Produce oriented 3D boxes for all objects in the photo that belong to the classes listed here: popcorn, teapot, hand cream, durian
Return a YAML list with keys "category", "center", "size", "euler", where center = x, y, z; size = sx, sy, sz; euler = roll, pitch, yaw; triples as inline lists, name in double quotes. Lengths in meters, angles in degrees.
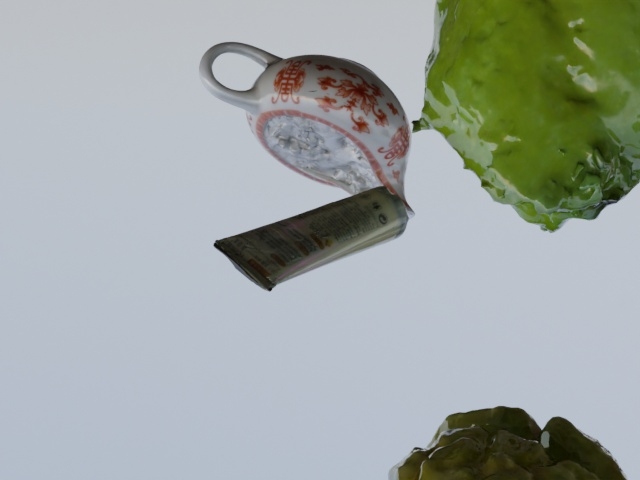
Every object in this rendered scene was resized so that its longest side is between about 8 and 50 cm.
- category: "popcorn"
  center: [0.147, 0.277, 1.368]
  size: [0.247, 0.282, 0.282]
  euler: [14, -162, 12]
- category: "teapot"
  center: [-0.003, -0.117, 1.701]
  size: [0.246, 0.116, 0.159]
  euler: [25, 166, -8]
- category: "hand cream"
  center: [0.000, 0.000, 1.236]
  size: [0.143, 0.039, 0.061]
  euler: [-20, -132, -35]
- category: "durian"
  center: [0.201, -0.166, 1.242]
  size: [0.204, 0.339, 0.256]
  euler: [17, 179, 29]
